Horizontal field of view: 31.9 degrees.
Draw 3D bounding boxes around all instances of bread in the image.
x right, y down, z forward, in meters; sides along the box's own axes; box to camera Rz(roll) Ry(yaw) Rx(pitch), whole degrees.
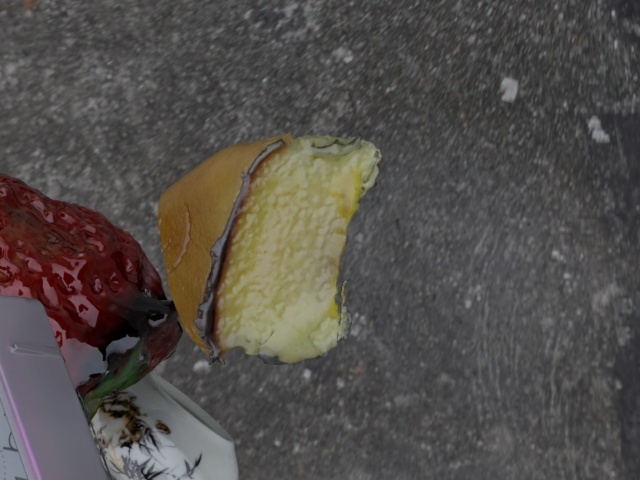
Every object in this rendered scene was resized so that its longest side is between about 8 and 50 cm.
[{"bbox_3d":[-0.031,0.011,0.849,0.169,0.140,0.160,-24,69,56],"label":"bread"}]

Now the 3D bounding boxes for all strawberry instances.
[{"bbox_3d":[-0.319,0.071,1.099,0.310,0.292,0.291,44,118,17],"label":"strawberry"}]

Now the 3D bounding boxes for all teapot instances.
[{"bbox_3d":[-0.206,0.239,1.307,0.300,0.208,0.166,23,87,40],"label":"teapot"}]

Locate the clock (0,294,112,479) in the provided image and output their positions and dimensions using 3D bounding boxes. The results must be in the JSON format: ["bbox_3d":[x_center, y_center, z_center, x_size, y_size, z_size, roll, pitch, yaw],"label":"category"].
[{"bbox_3d":[-0.216,0.149,0.712,0.150,0.063,0.197,-36,66,21],"label":"clock"}]
